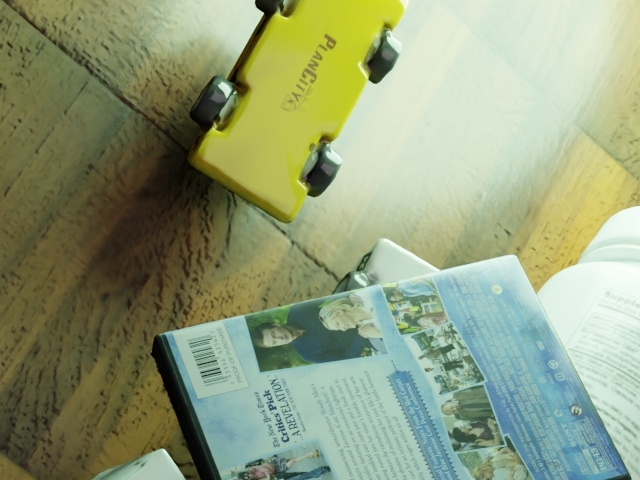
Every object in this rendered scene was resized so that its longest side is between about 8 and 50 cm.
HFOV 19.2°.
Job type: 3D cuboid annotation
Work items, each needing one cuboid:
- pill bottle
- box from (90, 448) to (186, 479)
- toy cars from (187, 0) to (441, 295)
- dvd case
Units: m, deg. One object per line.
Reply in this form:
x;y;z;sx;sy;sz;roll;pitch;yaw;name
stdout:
0.190;0.117;1.292;0.160;0.160;0.283;46;56;-11;pill bottle
-0.108;0.232;1.107;0.130;0.091;0.170;-36;95;-35;box
0.000;0.000;1.264;0.176;0.087;0.394;-10;83;-22;toy cars
0.043;0.108;1.156;0.253;0.022;0.180;-12;57;-20;dvd case
